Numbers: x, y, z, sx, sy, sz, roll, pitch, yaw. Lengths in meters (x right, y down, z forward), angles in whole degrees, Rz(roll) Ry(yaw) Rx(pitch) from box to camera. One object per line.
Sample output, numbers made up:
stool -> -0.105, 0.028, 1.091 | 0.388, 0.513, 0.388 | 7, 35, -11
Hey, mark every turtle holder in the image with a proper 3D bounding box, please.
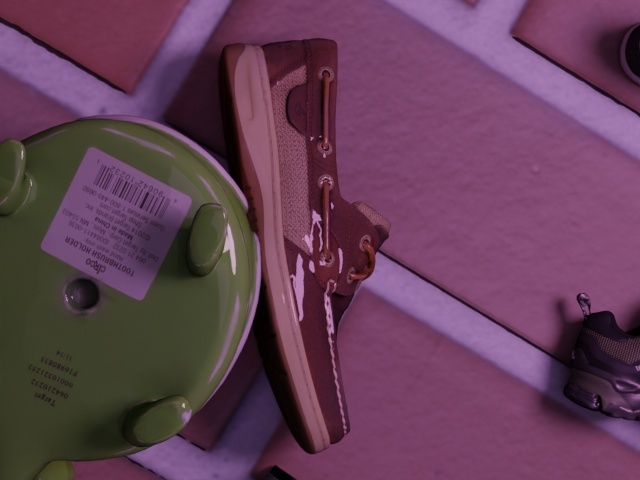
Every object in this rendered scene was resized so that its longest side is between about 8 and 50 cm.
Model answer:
turtle holder -> -0.163, 0.063, 1.495 | 0.243, 0.227, 0.320 | -2, 96, 7

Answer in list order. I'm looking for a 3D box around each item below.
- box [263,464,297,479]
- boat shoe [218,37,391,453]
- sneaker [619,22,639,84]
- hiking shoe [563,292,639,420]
box -> 0.045, 0.274, 1.565 | 0.220, 0.175, 0.051 | 38, 84, -6
boat shoe -> 0.000, 0.000, 1.588 | 0.123, 0.123, 0.342 | -9, 84, -9
sneaker -> 0.371, -0.140, 1.640 | 0.217, 0.121, 0.079 | 10, 90, -9
hiking shoe -> 0.325, 0.101, 1.652 | 0.227, 0.086, 0.114 | 5, 93, -8
